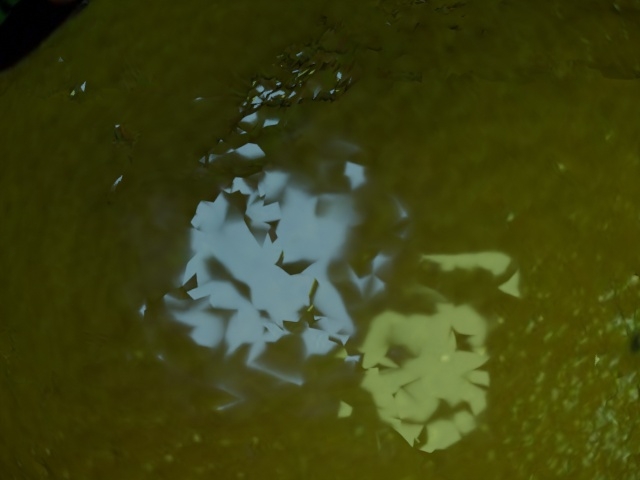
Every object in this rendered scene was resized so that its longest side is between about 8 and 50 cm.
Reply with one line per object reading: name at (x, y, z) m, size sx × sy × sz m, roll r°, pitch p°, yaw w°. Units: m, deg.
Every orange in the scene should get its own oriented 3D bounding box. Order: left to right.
orange at (0.000, 0.000, 0.528) m, size 0.274 × 0.274 × 0.274 m, roll 1°, pitch 94°, yaw 15°
